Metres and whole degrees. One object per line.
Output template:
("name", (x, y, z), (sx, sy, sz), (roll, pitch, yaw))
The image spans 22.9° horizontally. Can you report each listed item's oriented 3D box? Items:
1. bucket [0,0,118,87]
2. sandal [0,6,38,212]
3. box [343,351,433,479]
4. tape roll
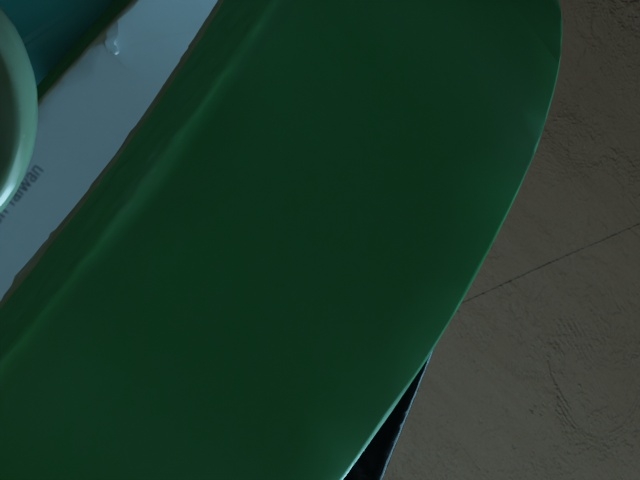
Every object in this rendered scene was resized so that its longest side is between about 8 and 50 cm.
("bucket", (-0.125, -0.176, 0.684), (0.183, 0.281, 0.281), (-38, -168, 13))
("sandal", (-0.209, -0.024, 0.352), (0.086, 0.303, 0.120), (-132, -139, -55))
("box", (0.000, 0.000, 0.678), (0.180, 0.078, 0.147), (-122, -129, -73))
("tape roll", (-0.069, 0.015, 0.474), (0.321, 0.077, 0.321), (-45, -163, 17))
